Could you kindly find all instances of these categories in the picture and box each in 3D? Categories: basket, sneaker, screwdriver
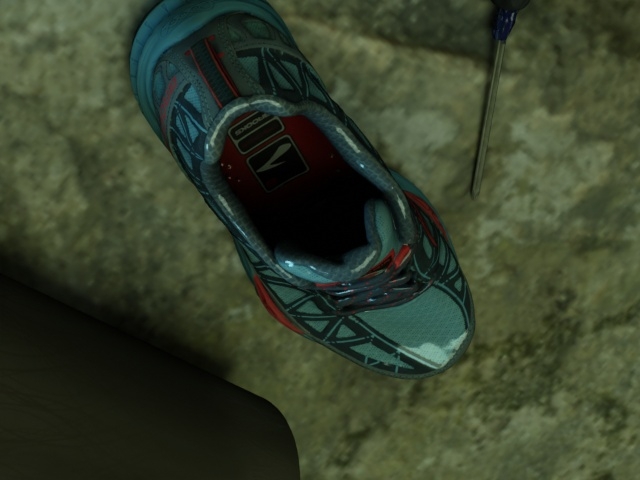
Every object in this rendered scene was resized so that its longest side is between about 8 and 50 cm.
[{"bbox_3d":[-0.138,0.115,0.792,0.227,0.154,0.204,20,113,-33],"label":"basket"},{"bbox_3d":[0.000,0.000,0.782,0.104,0.125,0.262,-38,126,6],"label":"sneaker"},{"bbox_3d":[0.088,-0.093,0.827,0.025,0.024,0.170,15,125,5],"label":"screwdriver"}]
